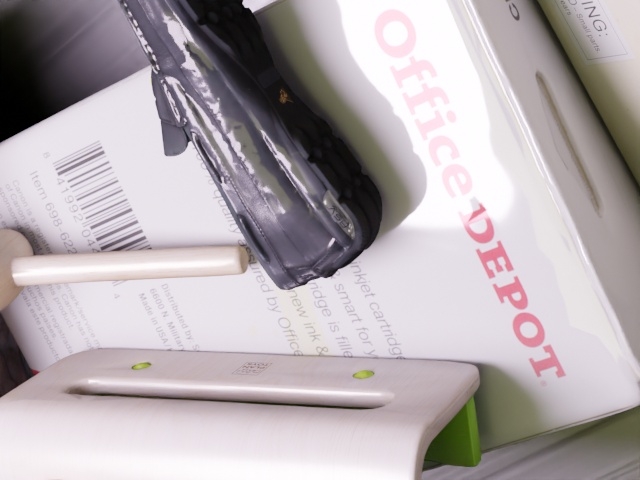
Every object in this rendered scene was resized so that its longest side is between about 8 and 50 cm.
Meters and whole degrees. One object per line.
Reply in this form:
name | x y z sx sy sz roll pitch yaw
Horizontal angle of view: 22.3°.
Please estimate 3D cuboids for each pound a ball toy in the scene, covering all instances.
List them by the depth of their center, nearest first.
pound a ball toy | -0.077 0.106 0.892 0.319 0.136 0.208 0 110 27

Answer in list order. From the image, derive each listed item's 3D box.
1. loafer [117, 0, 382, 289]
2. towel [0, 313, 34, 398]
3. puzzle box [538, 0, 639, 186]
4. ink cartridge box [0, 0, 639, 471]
loafer | -0.057 -0.073 0.849 0.078 0.076 0.223 -34 93 25
towel | -0.248 0.025 1.054 0.053 0.317 0.331 -19 100 4
puzzle box | 0.188 -0.166 0.760 0.272 0.052 0.409 3 130 59
ink cartridge box | 0.000 0.000 0.987 0.385 0.160 0.279 -21 98 32
